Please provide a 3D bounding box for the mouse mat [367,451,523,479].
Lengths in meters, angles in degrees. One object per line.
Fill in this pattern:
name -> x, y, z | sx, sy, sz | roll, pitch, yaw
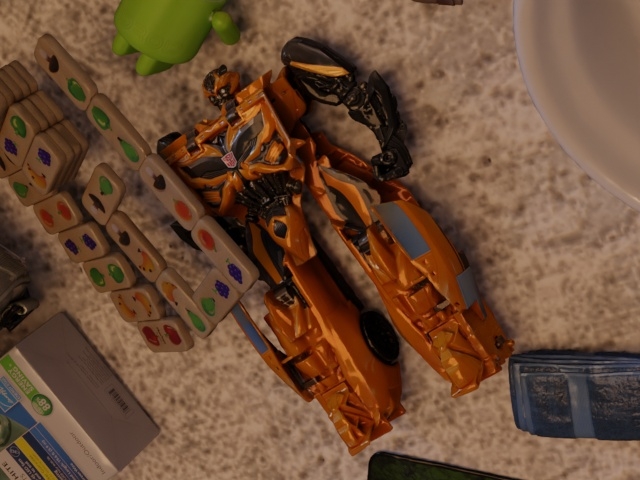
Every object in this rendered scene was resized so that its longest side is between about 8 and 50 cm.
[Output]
mouse mat -> 0.123, 0.247, 1.138 | 0.189, 0.007, 0.153 | 9, 112, 21

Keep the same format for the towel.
towel -> 0.195, 0.112, 1.044 | 0.119, 0.029, 0.067 | -1, 109, 23

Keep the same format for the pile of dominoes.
pile of dominoes -> -0.170, -0.017, 1.092 | 0.251, 0.040, 0.196 | 49, 145, 7

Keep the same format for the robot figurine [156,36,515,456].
robot figurine -> 0.000, 0.000, 1.054 | 0.211, 0.085, 0.291 | -34, 93, 29

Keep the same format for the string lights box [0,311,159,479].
string lights box -> -0.275, 0.188, 1.246 | 0.259, 0.077, 0.133 | -38, 93, 30

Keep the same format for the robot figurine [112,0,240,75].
robot figurine -> -0.104, -0.174, 1.045 | 0.101, 0.067, 0.115 | 41, 119, 14

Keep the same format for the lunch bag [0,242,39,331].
lunch bag -> -0.412, 0.031, 1.160 | 0.305, 0.212, 0.256 | 43, 103, -9

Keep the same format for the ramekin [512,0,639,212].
ramekin -> 0.259, -0.139, 0.822 | 0.277, 0.135, 0.277 | 16, 135, 16

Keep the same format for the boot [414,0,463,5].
boot -> 0.076, -0.217, 0.971 | 0.087, 0.042, 0.118 | 23, 118, 7
